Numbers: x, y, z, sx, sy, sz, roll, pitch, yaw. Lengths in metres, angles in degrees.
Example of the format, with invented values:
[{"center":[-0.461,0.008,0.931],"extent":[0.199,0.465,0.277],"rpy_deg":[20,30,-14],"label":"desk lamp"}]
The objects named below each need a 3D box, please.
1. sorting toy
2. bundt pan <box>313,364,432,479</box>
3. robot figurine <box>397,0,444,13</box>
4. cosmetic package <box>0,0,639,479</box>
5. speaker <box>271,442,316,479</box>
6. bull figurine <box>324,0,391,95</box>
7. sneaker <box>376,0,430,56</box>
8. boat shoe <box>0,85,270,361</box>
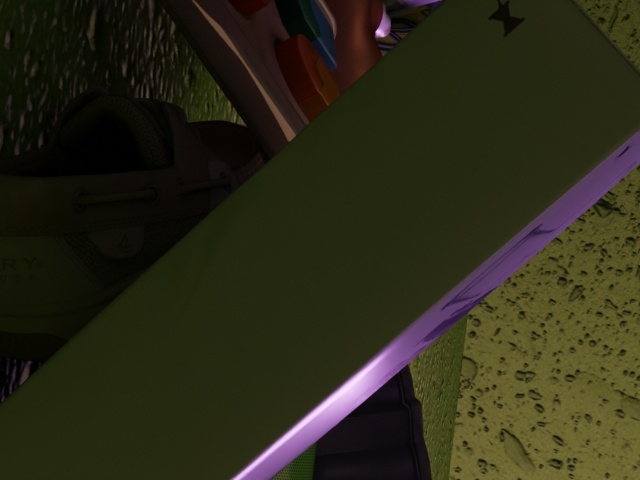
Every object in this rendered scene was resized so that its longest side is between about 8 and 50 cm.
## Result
[{"center":[-0.036,-0.153,0.877],"extent":[0.193,0.038,0.208],"rpy_deg":[55,23,-31],"label":"sorting toy"},{"center":[-0.001,0.247,1.082],"extent":[0.331,0.124,0.330],"rpy_deg":[-179,-90,-84],"label":"bundt pan"},{"center":[0.146,-0.398,1.410],"extent":[0.300,0.200,0.353],"rpy_deg":[22,65,-55],"label":"robot figurine"},{"center":[-0.006,0.037,0.675],"extent":[0.377,0.097,0.284],"rpy_deg":[-42,170,11],"label":"cosmetic package"},{"center":[-0.060,0.118,0.911],"extent":[0.131,0.131,0.296],"rpy_deg":[35,61,-75],"label":"speaker"},{"center":[0.004,-0.100,1.169],"extent":[0.188,0.101,0.310],"rpy_deg":[41,57,-79],"label":"bull figurine"},{"center":[0.095,-0.167,1.430],"extent":[0.384,0.147,0.145],"rpy_deg":[-63,156,-56],"label":"sneaker"},{"center":[-0.098,-0.032,0.745],"extent":[0.302,0.109,0.098],"rpy_deg":[-41,136,-64],"label":"boat shoe"}]
